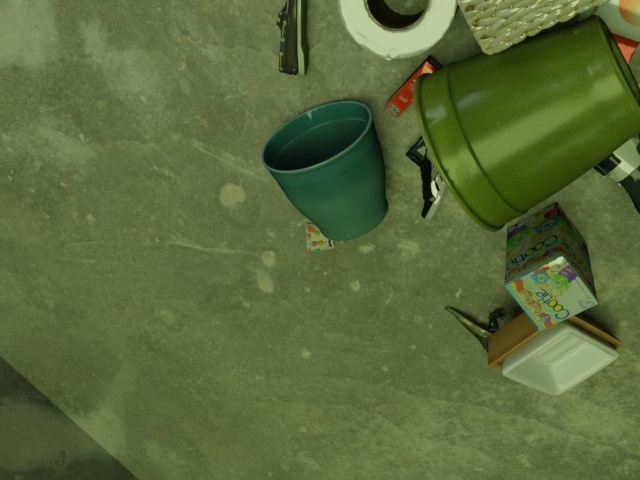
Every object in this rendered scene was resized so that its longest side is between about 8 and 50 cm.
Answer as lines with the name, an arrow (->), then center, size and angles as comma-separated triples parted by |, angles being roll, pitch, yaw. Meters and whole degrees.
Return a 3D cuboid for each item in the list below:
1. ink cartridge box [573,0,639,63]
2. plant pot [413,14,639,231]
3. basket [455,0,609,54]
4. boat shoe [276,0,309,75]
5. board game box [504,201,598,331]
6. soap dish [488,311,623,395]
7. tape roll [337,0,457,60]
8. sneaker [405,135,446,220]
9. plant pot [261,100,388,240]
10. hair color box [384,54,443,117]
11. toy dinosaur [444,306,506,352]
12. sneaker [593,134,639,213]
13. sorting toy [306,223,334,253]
ink cartridge box -> 0.601, -0.447, 1.412 | 0.146, 0.045, 0.179 | 21, 118, 5
plant pot -> 0.432, -0.254, 1.358 | 0.353, 0.366, 0.366 | -27, 107, 31
basket -> 0.408, -0.550, 1.215 | 0.329, 0.331, 0.266 | -17, 114, 40
boat shoe -> -0.067, -0.488, 1.562 | 0.069, 0.081, 0.227 | 5, 121, 9
board game box -> 0.521, 0.053, 1.564 | 0.142, 0.275, 0.144 | -33, 104, 28
soap dish -> 0.569, 0.259, 1.680 | 0.291, 0.118, 0.229 | 26, 123, -37
tape roll -> 0.170, -0.517, 1.427 | 0.246, 0.169, 0.246 | 7, 119, 13
sneaker -> 0.253, -0.164, 1.650 | 0.121, 0.079, 0.216 | 22, 113, 8
plant pot -> 0.037, -0.147, 1.621 | 0.272, 0.271, 0.255 | -12, 127, 22
hair color box -> 0.212, -0.351, 1.559 | 0.043, 0.072, 0.141 | 41, 120, -6
toy dinosaur -> 0.460, 0.250, 1.814 | 0.268, 0.064, 0.118 | 44, 127, -5
sneaker -> 0.632, -0.197, 1.496 | 0.146, 0.122, 0.330 | -18, 98, 31
sorting toy -> 0.000, 0.000, 1.832 | 0.075, 0.045, 0.083 | -3, 118, -3
